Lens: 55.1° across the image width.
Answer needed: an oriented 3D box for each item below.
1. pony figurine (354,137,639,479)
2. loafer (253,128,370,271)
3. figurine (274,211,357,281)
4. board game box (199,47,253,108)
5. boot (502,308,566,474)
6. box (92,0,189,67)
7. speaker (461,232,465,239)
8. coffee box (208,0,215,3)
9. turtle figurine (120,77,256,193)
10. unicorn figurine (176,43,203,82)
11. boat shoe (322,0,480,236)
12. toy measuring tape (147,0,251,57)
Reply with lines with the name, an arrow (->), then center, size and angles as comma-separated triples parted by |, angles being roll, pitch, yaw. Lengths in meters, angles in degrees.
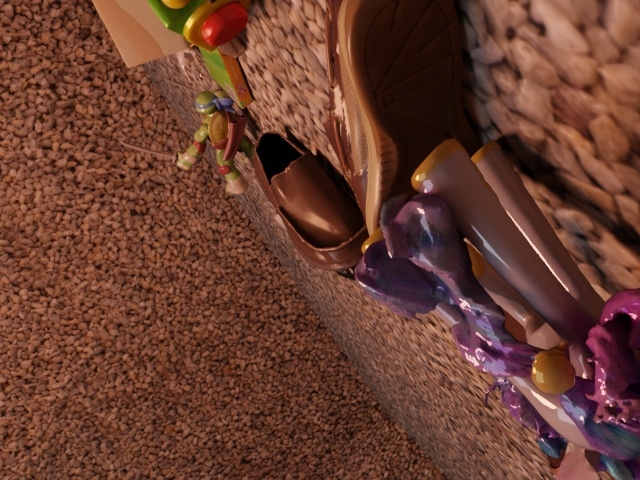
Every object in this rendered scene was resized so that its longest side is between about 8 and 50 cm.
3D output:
pony figurine -> 0.187, 0.096, 0.401 | 0.363, 0.303, 0.351 | 48, -158, 10
loafer -> -0.033, -0.080, 1.090 | 0.366, 0.134, 0.130 | 44, 168, 42
figurine -> 0.000, 0.000, 1.411 | 0.209, 0.092, 0.215 | 51, 173, -15
board game box -> -0.204, -0.372, 1.153 | 0.124, 0.039, 0.259 | 48, 172, 28
boot -> 0.278, 0.169, 0.739 | 0.207, 0.090, 0.248 | 62, 177, 25
box -> -0.332, -0.463, 1.010 | 0.311, 0.121, 0.148 | 73, 177, -53
speaker -> 0.117, -0.037, 0.758 | 0.136, 0.055, 0.055 | 41, 165, 51
coffee box -> -0.102, -0.326, 0.402 | 0.297, 0.168, 0.119 | 51, 171, 18
turtle figurine -> -0.262, -0.247, 1.440 | 0.266, 0.275, 0.198 | 56, -155, -46
unicorn figurine -> -0.304, -0.421, 1.389 | 0.162, 0.060, 0.111 | 45, 168, 40
boat shoe -> 0.066, -0.108, 0.586 | 0.123, 0.123, 0.342 | 56, 172, 42
toy measuring tape -> -0.139, -0.334, 0.885 | 0.121, 0.121, 0.330 | 53, -167, 0
